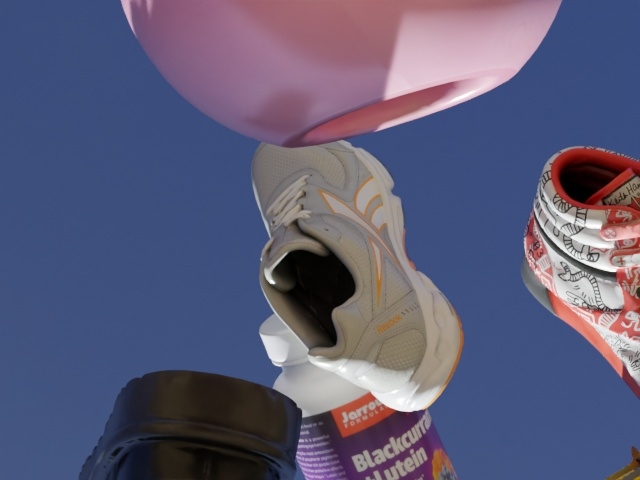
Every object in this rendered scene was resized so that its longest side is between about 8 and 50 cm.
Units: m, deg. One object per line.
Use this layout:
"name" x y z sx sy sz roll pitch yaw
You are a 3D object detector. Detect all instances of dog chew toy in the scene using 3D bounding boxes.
"dog chew toy" -0.015 -0.214 0.803 0.206 0.206 0.332 -16 -94 -21

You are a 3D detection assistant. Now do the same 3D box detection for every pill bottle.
"pill bottle" 0.028 0.138 1.372 0.108 0.108 0.193 -29 -77 -21

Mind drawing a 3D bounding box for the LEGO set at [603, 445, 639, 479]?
"LEGO set" 0.354 0.276 1.331 0.192 0.331 0.255 -29 -51 -16

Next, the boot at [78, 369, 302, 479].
"boot" -0.093 0.244 1.000 0.131 0.348 0.260 7 -114 -1

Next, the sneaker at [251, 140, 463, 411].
"sneaker" 0.000 0.000 1.256 0.121 0.262 0.099 22 -64 -41

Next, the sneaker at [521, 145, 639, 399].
"sneaker" 0.256 0.040 1.314 0.090 0.145 0.270 -34 -122 -26
